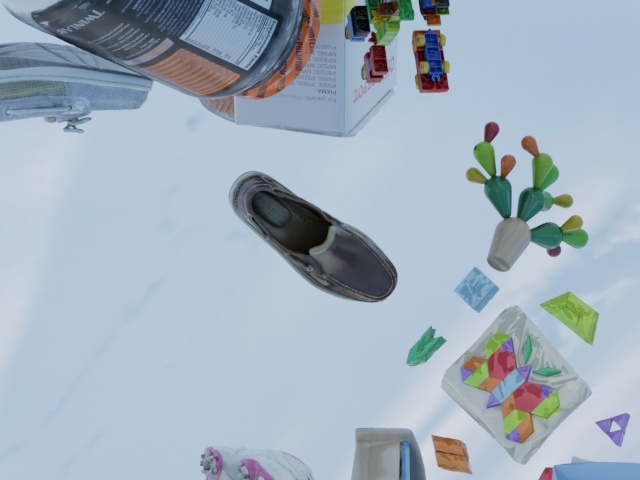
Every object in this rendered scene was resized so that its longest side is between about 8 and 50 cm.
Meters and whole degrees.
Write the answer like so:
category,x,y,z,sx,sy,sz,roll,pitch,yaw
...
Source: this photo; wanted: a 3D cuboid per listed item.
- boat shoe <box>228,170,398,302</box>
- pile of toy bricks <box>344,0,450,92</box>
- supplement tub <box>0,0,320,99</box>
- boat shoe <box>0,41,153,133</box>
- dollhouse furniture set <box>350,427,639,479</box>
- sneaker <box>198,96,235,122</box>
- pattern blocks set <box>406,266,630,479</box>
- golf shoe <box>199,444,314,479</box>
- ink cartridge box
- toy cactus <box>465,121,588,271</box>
category,x,y,z,sx,sy,sz,roll,pitch,yaw
boat shoe,-0.004,0.007,1.864,0.095,0.257,0.095,-59,-164,-1
pile of toy bricks,0.078,-0.253,1.616,0.118,0.212,0.105,-3,165,-15
supplement tub,-0.167,-0.279,1.572,0.207,0.207,0.338,-39,145,25
boat shoe,-0.351,-0.167,1.673,0.320,0.118,0.103,-4,112,-27
dollhouse furniture set,0.172,0.280,1.055,0.303,0.286,0.198,1,-168,4
sneaker,-0.050,-0.235,2.375,0.302,0.108,0.121,7,-176,18
pattern blocks set,0.251,0.189,1.877,0.285,0.325,0.026,-57,143,0
golf shoe,-0.053,0.328,1.917,0.140,0.115,0.306,-4,-171,-24
ink cartridge box,-0.001,-0.356,1.896,0.160,0.384,0.279,6,-160,16
toy cactus,0.266,-0.038,1.964,0.112,0.180,0.219,-7,134,48
